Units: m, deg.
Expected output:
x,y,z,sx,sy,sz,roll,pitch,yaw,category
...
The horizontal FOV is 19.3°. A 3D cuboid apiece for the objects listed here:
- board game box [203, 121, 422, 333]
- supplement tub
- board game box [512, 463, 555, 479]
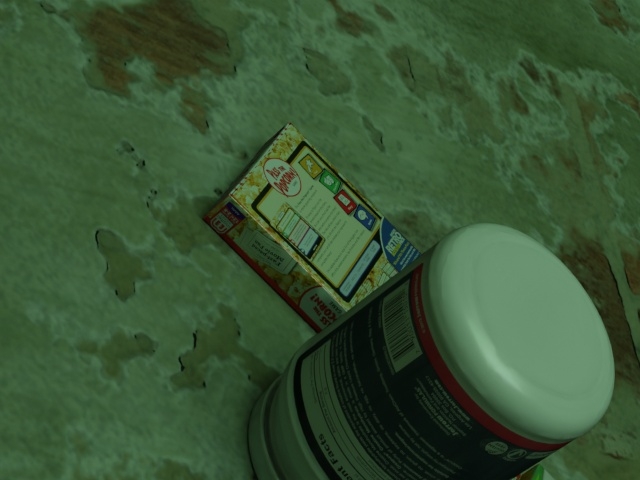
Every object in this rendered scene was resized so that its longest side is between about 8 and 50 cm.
x,y,z,sx,sy,sz,roll,pitch,yaw,category
0.000,0.000,1.746,0.193,0.045,0.147,45,38,-7,board game box
0.087,0.127,1.542,0.191,0.272,0.191,26,44,-28,supplement tub
0.247,0.321,1.743,0.259,0.039,0.124,45,37,-4,board game box
